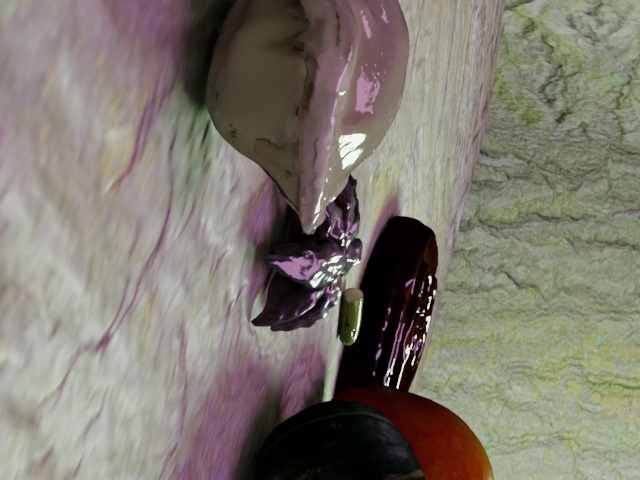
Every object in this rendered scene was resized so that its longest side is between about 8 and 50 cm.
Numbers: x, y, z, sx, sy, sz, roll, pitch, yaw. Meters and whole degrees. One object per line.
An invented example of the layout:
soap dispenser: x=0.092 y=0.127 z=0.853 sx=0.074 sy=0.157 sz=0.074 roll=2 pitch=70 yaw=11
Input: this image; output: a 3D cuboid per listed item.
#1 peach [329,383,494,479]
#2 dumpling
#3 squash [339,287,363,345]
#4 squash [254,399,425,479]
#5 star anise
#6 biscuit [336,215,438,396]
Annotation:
peach: x=0.077 y=0.300 z=1.048 sx=0.245 sy=0.249 sz=0.275 roll=66 pitch=17 yaw=-2
dumpling: x=-0.007 y=-0.107 z=0.493 sx=0.136 sy=0.118 sz=0.199 roll=76 pitch=8 yaw=-69
squash: x=0.039 y=0.102 z=1.123 sx=0.027 sy=0.027 sz=0.083 roll=-61 pitch=159 yaw=-53
squash: x=0.022 y=0.262 z=0.831 sx=0.172 sy=0.218 sz=0.218 roll=-27 pitch=143 yaw=-22
star anise: x=0.000 y=0.000 z=0.748 sx=0.204 sy=0.061 sz=0.180 roll=65 pitch=39 yaw=-70
biscuit: x=0.114 y=0.163 z=1.391 sx=0.407 sy=0.091 sz=0.407 roll=14 pitch=90 yaw=-79
